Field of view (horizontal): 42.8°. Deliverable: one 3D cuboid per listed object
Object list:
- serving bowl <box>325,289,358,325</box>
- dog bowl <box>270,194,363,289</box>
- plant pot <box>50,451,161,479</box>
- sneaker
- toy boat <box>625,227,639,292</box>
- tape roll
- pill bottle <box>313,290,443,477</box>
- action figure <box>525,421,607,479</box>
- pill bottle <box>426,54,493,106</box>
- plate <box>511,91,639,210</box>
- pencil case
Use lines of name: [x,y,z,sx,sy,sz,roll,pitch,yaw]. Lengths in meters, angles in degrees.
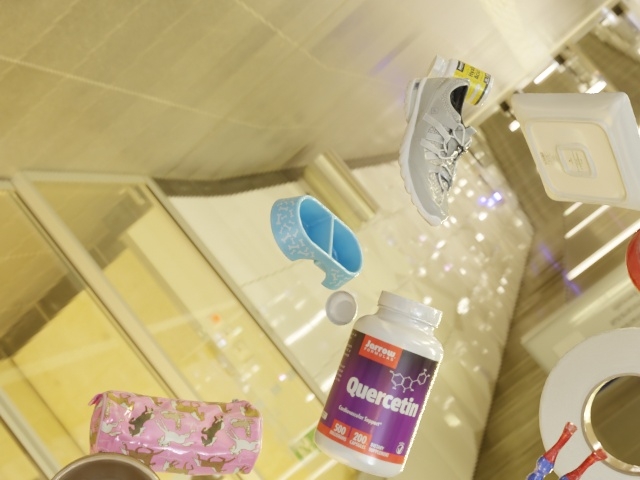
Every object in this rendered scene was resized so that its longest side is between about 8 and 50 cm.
serving bowl: [0.053,0.158,1.908,0.083,0.083,0.027,-41,155,20]
dog bowl: [0.000,0.000,1.978,0.074,0.297,0.166,-22,-134,32]
plant pot: [-0.388,0.493,1.468,0.237,0.237,0.110,-39,-173,-10]
sneaker: [0.200,-0.160,1.357,0.115,0.281,0.105,-10,156,27]
toy boat: [0.511,0.057,1.132,0.231,0.151,0.151,14,146,-25]
tape roll: [0.648,0.374,1.681,0.392,0.392,0.072,-41,160,20]
pill bottle: [0.119,0.266,1.545,0.181,0.181,0.323,69,41,-85]
action figure: [0.355,0.419,1.326,0.280,0.091,0.139,-55,153,17]
pill bottle: [0.260,-0.302,1.532,0.065,0.116,0.065,-157,-90,-84]
plate: [0.523,-0.170,1.641,0.045,0.277,0.278,-43,-150,-22]
pencil case: [-0.329,0.433,1.842,0.167,0.386,0.160,-126,-132,-63]
